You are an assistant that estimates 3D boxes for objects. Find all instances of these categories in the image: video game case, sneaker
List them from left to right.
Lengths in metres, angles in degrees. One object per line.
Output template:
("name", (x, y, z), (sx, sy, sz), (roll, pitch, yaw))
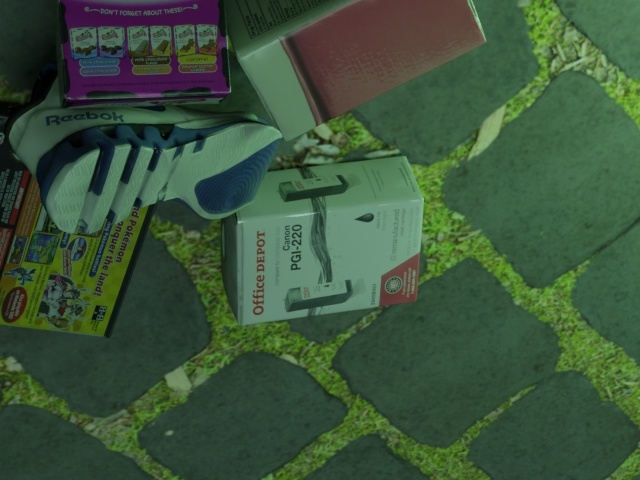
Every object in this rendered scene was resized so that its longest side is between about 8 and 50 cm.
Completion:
("video game case", (-0.314, -0.020, 1.840), (0.248, 0.035, 0.275), (9, 123, -22))
("sneaker", (-0.196, -0.115, 1.710), (0.315, 0.182, 0.127), (-8, 134, -49))

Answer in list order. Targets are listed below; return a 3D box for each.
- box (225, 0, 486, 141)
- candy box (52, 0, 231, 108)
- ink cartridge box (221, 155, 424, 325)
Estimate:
("box", (0.027, -0.231, 1.704), (0.232, 0.149, 0.127), (-26, 131, 5))
("candy box", (-0.175, -0.246, 1.598), (0.159, 0.071, 0.234), (-3, 87, -14))
("ink cartridge box", (0.000, 0.000, 1.914), (0.217, 0.092, 0.159), (-6, 128, -10))
